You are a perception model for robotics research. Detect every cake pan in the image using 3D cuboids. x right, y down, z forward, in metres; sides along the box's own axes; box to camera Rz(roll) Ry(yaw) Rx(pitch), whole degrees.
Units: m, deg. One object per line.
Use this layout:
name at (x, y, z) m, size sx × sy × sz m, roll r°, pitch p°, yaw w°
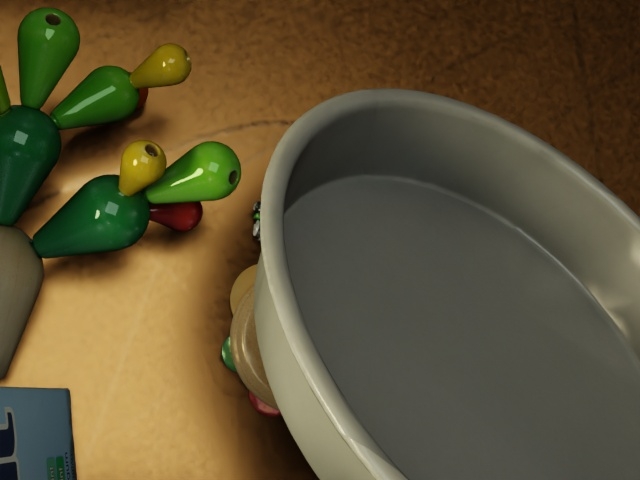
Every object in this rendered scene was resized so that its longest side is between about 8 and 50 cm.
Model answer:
cake pan at (0.091, 0.050, 0.470) m, size 0.293 × 0.054 × 0.293 m, roll 21°, pitch 43°, yaw -21°

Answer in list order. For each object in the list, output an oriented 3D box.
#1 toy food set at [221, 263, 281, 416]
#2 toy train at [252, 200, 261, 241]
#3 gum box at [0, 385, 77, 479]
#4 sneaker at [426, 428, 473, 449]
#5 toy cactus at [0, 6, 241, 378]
toy food set at (-0.011, 0.055, 0.527) m, size 0.083 × 0.020 × 0.083 m, roll 8°, pitch 77°, yaw -13°
toy train at (0.000, 0.000, 0.544) m, size 0.083 × 0.017 × 0.024 m, roll 20°, pitch 85°, yaw -10°
gum box at (-0.143, 0.138, 0.390) m, size 0.041 × 0.184 × 0.157 m, roll -8°, pitch 80°, yaw 3°
sneaker at (0.114, 0.178, 0.492) m, size 0.223 × 0.098 × 0.083 m, roll 40°, pitch 72°, yaw -3°
toy cactus at (-0.156, -0.026, 0.480) m, size 0.219 × 0.112 × 0.181 m, roll 13°, pitch 94°, yaw -14°
